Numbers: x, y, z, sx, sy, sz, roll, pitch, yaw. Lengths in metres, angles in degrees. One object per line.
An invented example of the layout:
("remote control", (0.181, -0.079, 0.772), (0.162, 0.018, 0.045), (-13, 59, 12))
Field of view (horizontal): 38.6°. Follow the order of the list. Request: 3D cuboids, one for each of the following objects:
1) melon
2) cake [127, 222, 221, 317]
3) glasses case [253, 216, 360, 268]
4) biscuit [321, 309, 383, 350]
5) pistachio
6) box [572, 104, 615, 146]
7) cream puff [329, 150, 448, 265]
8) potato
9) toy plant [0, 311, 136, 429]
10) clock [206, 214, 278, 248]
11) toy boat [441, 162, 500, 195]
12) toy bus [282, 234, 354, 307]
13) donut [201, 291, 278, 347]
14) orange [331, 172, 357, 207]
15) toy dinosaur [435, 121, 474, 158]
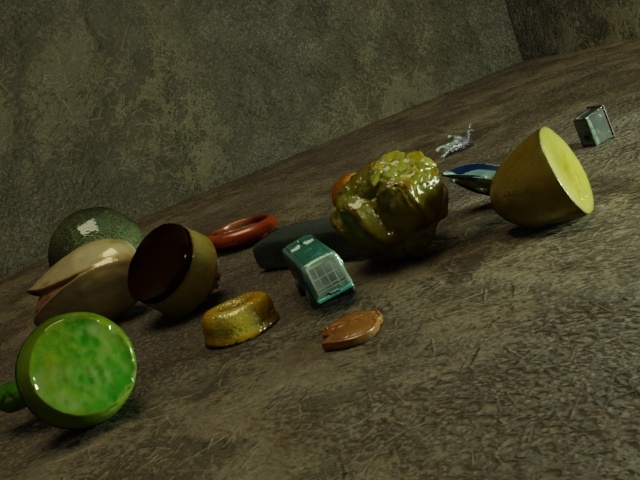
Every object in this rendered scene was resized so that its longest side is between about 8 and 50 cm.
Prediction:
("melon", (-0.571, 0.034, 2.353), (0.248, 0.249, 0.329), (-21, 5, -7))
("cake", (-0.293, 0.079, 1.960), (0.185, 0.178, 0.208), (-36, 41, 19))
("glasses case", (0.000, 0.000, 1.996), (0.323, 0.074, 0.131), (-8, 16, 42))
("biscuit", (0.049, 0.138, 1.447), (0.102, 0.019, 0.130), (-16, 12, 13))
("pistachio", (-0.539, 0.106, 2.109), (0.299, 0.188, 0.187), (-25, 11, 11))
("box", (0.640, -0.268, 2.147), (0.063, 0.085, 0.060), (-30, 16, -20))
("cream puff", (0.138, -0.062, 1.756), (0.244, 0.244, 0.196), (-21, 43, -6))
("potato", (0.386, -0.096, 1.655), (0.158, 0.178, 0.204), (-30, 30, 31))
("toy plant", (-0.429, 0.230, 1.534), (0.224, 0.185, 0.316), (-20, -5, -25))
("clock", (-0.213, -0.019, 2.466), (0.205, 0.051, 0.205), (-18, 11, 4))
("toy boat", (0.324, -0.128, 1.807), (0.220, 0.067, 0.291), (11, 1, 30))
("toy bus", (-0.007, 0.055, 1.704), (0.091, 0.109, 0.261), (-28, 12, -8))
("donut", (-0.150, 0.141, 1.666), (0.151, 0.058, 0.152), (-18, 10, 3))
("orange", (0.095, -0.104, 2.210), (0.135, 0.118, 0.136), (-5, 41, 5))
("toy dinosaur", (0.413, -0.295, 2.711), (0.082, 0.039, 0.209), (-5, 29, 39))
